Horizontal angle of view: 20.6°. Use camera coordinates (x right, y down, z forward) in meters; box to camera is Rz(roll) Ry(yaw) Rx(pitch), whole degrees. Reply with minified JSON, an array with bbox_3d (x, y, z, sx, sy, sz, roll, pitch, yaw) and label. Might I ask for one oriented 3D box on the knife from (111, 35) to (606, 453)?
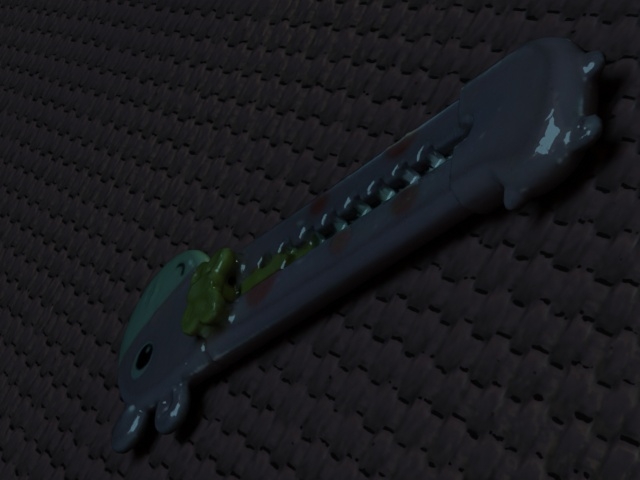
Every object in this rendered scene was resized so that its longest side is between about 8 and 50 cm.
[{"bbox_3d":[-0.001,0.000,0.907,0.398,0.038,0.132,-32,40,43],"label":"knife"}]
